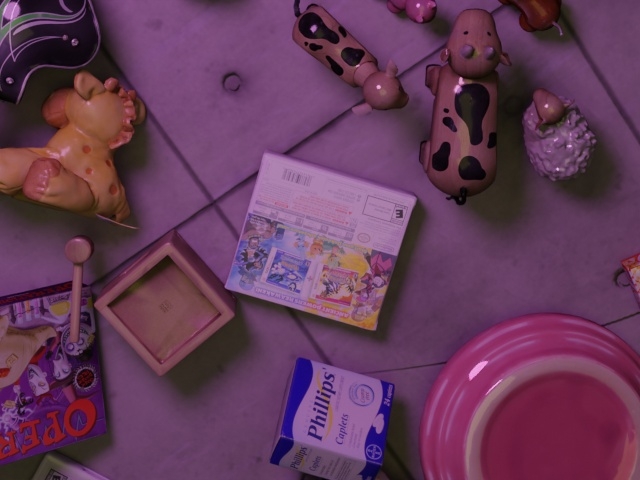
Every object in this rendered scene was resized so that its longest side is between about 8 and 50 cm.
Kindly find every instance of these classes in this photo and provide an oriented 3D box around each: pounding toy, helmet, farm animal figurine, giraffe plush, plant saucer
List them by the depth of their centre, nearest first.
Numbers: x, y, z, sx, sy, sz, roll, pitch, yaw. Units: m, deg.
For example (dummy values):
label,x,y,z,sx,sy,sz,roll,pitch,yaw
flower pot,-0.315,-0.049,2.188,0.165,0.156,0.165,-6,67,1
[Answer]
label,x,y,z,sx,sy,sz,roll,pitch,yaw
helmet,-0.354,-0.253,1.593,0.161,0.169,0.169,-18,103,-12
farm animal figurine,0.149,-0.194,1.604,0.330,0.172,0.326,-14,103,3
giraffe plush,-0.298,-0.120,1.633,0.210,0.181,0.170,15,86,-1
pounding toy,-0.242,0.065,1.701,0.181,0.094,0.206,-40,100,7
plant saucer,0.297,0.263,1.734,0.332,0.084,0.332,-1,98,-8

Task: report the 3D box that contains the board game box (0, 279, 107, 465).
label,x,y,z,sx,sy,sz,roll,pitch,yaw
board game box,-0.438,0.186,1.656,0.347,0.056,0.208,-14,111,-34

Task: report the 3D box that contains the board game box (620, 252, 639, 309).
label,x,y,z,sx,sy,sz,roll,pitch,yaw
board game box,0.509,0.058,1.732,0.193,0.045,0.146,-22,102,4

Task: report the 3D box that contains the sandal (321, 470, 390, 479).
label,x,y,z,sx,sy,sz,roll,pitch,yaw
sandal,0.074,0.354,1.790,0.265,0.076,0.102,10,118,-24

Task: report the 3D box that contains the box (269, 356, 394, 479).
label,x,y,z,sx,sy,sz,roll,pitch,yaw
box,0.016,0.236,1.722,0.137,0.126,0.072,16,141,-4

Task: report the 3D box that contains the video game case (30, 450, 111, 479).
label,x,y,z,sx,sy,sz,roll,pitch,yaw
video game case,-0.333,0.426,1.822,0.206,0.026,0.227,29,100,-7

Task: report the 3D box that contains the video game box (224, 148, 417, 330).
label,x,y,z,sx,sy,sz,roll,pitch,yaw
video game box,0.000,0.000,1.713,0.205,0.048,0.187,17,101,-4
